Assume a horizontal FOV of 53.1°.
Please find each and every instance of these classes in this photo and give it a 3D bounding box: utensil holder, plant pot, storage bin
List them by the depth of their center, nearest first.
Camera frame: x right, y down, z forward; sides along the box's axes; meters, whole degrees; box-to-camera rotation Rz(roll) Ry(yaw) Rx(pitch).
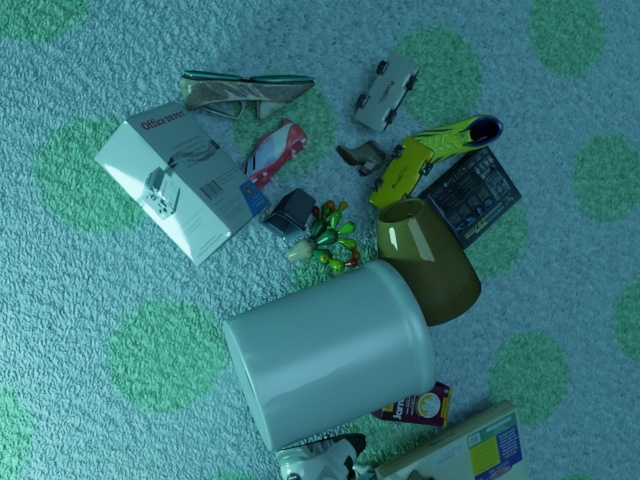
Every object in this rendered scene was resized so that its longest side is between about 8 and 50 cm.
[{"bbox_3d":[0.011,0.255,1.445,0.386,0.328,0.327,-19,96,-14],"label":"utensil holder"},{"bbox_3d":[-0.075,-0.069,1.517,0.098,0.135,0.091,35,68,-15],"label":"storage bin"},{"bbox_3d":[0.230,0.035,1.522,0.237,0.237,0.254,-31,115,-15],"label":"plant pot"}]

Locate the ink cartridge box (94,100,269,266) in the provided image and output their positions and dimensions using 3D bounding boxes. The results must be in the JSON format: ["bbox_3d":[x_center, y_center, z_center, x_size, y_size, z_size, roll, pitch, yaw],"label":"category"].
[{"bbox_3d":[-0.285,-0.127,1.367,0.129,0.223,0.307,-40,96,26],"label":"ink cartridge box"}]

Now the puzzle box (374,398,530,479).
[{"bbox_3d":[0.352,0.613,1.655,0.409,0.052,0.271,-21,111,-17],"label":"puzzle box"}]

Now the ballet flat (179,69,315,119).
[{"bbox_3d":[-0.170,-0.340,1.509,0.316,0.107,0.106,-1,110,-13],"label":"ballet flat"}]

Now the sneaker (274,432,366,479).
[{"bbox_3d":[0.014,0.527,1.467,0.331,0.123,0.146,12,59,-58],"label":"sneaker"}]

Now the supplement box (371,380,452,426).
[{"bbox_3d":[0.229,0.407,1.633,0.188,0.081,0.104,11,87,-17],"label":"supplement box"}]

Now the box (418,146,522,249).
[{"bbox_3d":[0.398,-0.116,1.699,0.233,0.059,0.183,-41,101,-14],"label":"box"}]

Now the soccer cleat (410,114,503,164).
[{"bbox_3d":[0.328,-0.252,1.635,0.289,0.121,0.093,-21,99,-6],"label":"soccer cleat"}]

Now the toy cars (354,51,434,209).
[{"bbox_3d":[0.185,-0.258,1.583,0.177,0.087,0.393,-10,90,12],"label":"toy cars"}]

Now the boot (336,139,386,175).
[{"bbox_3d":[0.107,-0.223,1.620,0.118,0.042,0.087,44,72,-14],"label":"boot"}]

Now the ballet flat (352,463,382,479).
[{"bbox_3d":[0.083,0.598,1.601,0.189,0.070,0.070,-28,98,-20],"label":"ballet flat"}]

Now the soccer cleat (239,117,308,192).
[{"bbox_3d":[-0.139,-0.190,1.528,0.248,0.083,0.095,-42,71,-8],"label":"soccer cleat"}]

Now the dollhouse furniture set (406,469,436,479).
[{"bbox_3d":[0.313,0.823,1.524,0.362,0.256,0.394,33,90,-27],"label":"dollhouse furniture set"}]

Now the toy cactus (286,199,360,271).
[{"bbox_3d":[0.000,0.000,1.530,0.181,0.112,0.218,-26,56,16],"label":"toy cactus"}]
